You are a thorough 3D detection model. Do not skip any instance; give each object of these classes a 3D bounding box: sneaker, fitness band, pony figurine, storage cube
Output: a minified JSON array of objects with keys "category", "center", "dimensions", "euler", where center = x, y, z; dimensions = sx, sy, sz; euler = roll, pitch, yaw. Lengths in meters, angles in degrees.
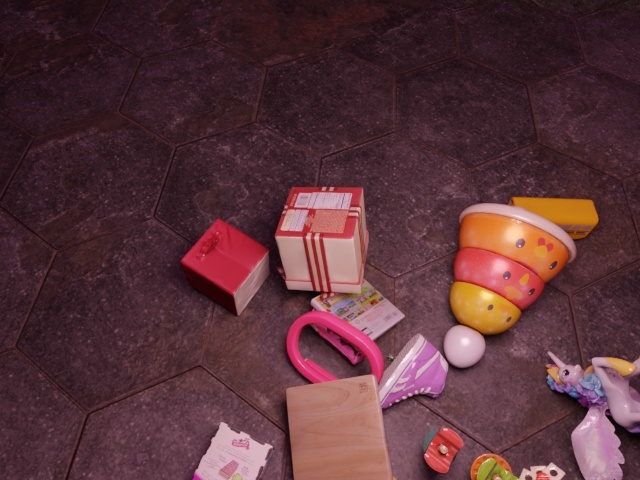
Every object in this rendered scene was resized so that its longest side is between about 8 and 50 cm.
[{"category":"sneaker","center":[0.248,0.419,1.310],"dimensions":[0.161,0.102,0.282],"euler":[44,81,-1]},{"category":"fitness band","center":[0.039,0.321,1.312],"dimensions":[0.291,0.209,0.054],"euler":[28,22,18]},{"category":"pony figurine","center":[0.781,0.430,1.203],"dimensions":[0.302,0.363,0.351],"euler":[-23,77,-22]},{"category":"storage cube","center":[-0.285,0.086,1.442],"dimensions":[0.193,0.215,0.184],"euler":[31,63,10]}]

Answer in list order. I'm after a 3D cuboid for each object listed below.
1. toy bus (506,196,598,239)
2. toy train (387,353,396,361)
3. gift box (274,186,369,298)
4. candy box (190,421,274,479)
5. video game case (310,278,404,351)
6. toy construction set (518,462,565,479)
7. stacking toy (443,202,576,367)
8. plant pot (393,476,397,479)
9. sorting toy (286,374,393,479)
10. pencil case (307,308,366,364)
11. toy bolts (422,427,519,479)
[{"category":"toy bus","center":[0.740,-0.074,1.590],"dimensions":[0.332,0.130,0.108],"euler":[2,59,1]},{"category":"toy train","center":[0.239,0.360,1.386],"dimensions":[0.083,0.024,0.017],"euler":[22,61,13]},{"category":"gift box","center":[0.000,0.000,1.388],"dimensions":[0.276,0.258,0.255],"euler":[5,45,17]},{"category":"candy box","center":[-0.240,0.616,1.201],"dimensions":[0.159,0.071,0.233],"euler":[21,62,12]},{"category":"video game case","center":[0.116,0.211,1.418],"dimensions":[0.227,0.026,0.206],"euler":[-24,56,-42]},{"category":"toy construction set","center":[0.512,0.671,1.045],"dimensions":[0.215,0.328,0.151],"euler":[-24,19,-3]},{"category":"stacking toy","center":[0.510,0.161,1.396],"dimensions":[0.350,0.350,0.480],"euler":[24,80,13]},{"category":"plant pot","center":[0.154,0.645,1.167],"dimensions":[0.134,0.134,0.095],"euler":[30,36,16]},{"category":"sorting toy","center":[0.053,0.499,1.214],"dimensions":[0.257,0.089,0.255],"euler":[-16,68,22]},{"category":"pencil case","center":[0.054,0.279,1.395],"dimensions":[0.209,0.095,0.098],"euler":[36,23,21]},{"category":"toy bolts","center":[0.345,0.595,1.181],"dimensions":[0.228,0.158,0.218],"euler":[40,79,17]}]
